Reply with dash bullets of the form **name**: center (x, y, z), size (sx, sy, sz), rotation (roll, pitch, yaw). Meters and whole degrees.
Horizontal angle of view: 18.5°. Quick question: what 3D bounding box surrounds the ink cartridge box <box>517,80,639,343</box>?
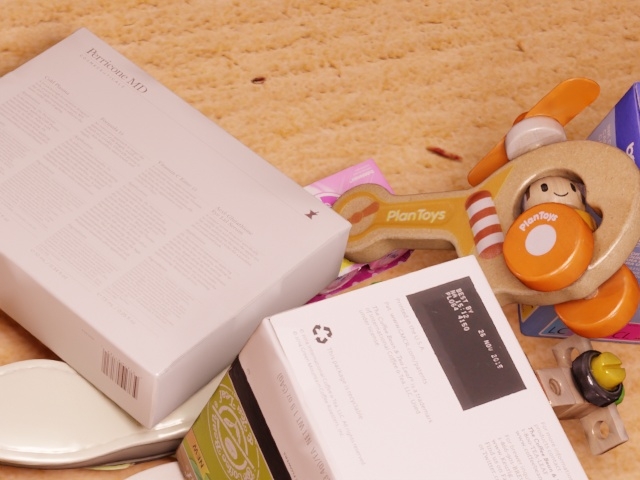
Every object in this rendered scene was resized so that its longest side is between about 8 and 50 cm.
- **ink cartridge box**: center (0.396, -0.031, 2.049), size (0.270, 0.395, 0.151), rotation (4, 62, -17)

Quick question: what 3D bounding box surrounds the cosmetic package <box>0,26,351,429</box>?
- **cosmetic package**: center (-0.204, -0.024, 1.947), size (0.377, 0.097, 0.284), rotation (37, 54, 20)

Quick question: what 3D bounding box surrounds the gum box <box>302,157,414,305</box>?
- **gum box**: center (0.000, 0.000, 2.088), size (0.188, 0.062, 0.107), rotation (-24, 73, -28)

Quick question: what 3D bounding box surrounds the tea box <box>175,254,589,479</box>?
- **tea box**: center (0.062, 0.243, 1.742), size (0.220, 0.323, 0.329), rotation (-16, 69, -26)

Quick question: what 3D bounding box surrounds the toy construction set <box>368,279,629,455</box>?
- **toy construction set**: center (0.166, 0.159, 2.008), size (0.237, 0.257, 0.309), rotation (-8, 41, -42)

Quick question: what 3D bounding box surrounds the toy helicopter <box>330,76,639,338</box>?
- **toy helicopter**: center (0.160, -0.037, 1.953), size (0.140, 0.355, 0.235), rotation (39, 58, -47)

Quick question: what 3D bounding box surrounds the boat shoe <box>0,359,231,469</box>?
- **boat shoe**: center (-0.219, 0.173, 1.901), size (0.305, 0.091, 0.109), rotation (-5, 64, -22)

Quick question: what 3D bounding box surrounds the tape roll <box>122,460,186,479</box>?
- **tape roll**: center (-0.093, 0.396, 1.839), size (0.392, 0.072, 0.392), rotation (9, 60, -16)
